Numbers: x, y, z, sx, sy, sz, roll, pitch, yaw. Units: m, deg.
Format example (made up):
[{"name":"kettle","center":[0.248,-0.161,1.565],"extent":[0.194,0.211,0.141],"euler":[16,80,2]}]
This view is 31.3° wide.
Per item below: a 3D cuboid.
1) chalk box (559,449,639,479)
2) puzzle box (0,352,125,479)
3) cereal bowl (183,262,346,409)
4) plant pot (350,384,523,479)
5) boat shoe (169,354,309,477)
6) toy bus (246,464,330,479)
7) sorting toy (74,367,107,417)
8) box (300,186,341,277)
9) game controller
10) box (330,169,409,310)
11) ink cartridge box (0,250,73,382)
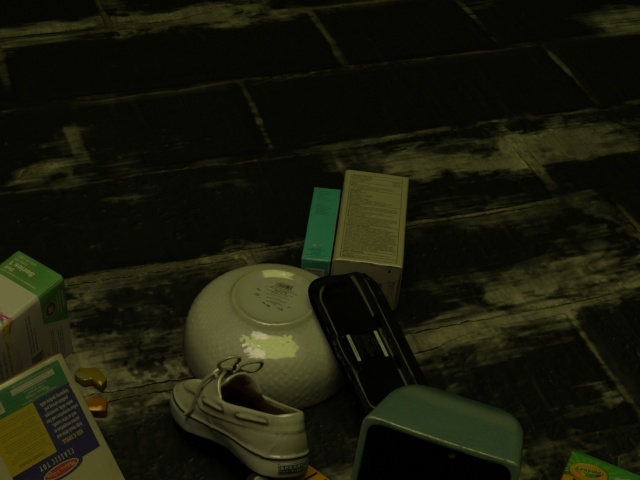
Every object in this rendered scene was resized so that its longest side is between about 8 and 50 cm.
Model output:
[{"name":"chalk box","center":[0.442,0.470,1.801],"extent":[0.179,0.180,0.289],"euler":[21,43,18]},{"name":"puzzle box","center":[-0.516,0.385,1.757],"extent":[0.409,0.272,0.052],"euler":[-29,6,-36]},{"name":"cereal bowl","center":[-0.092,0.156,2.156],"extent":[0.339,0.141,0.339],"euler":[3,40,-2]},{"name":"plant pot","center":[0.197,0.370,1.859],"extent":[0.247,0.247,0.252],"euler":[16,22,13]},{"name":"boat shoe","center":[-0.142,0.263,1.919],"extent":[0.136,0.156,0.367],"euler":[-3,13,-32]},{"name":"toy bus","center":[-0.114,0.458,1.749],"extent":[0.130,0.108,0.333],"euler":[32,31,28]},{"name":"sorting toy","center":[-0.537,0.249,2.066],"extent":[0.307,0.041,0.229],"euler":[1,39,-5]},{"name":"box","center":[0.000,0.000,2.387],"extent":[0.060,0.100,0.244],"euler":[6,39,2]},{"name":"game controller","center":[0.092,0.198,2.092],"extent":[0.166,0.067,0.319],"euler":[-9,62,-34]},{"name":"box","center":[0.104,-0.007,2.391],"extent":[0.148,0.121,0.311],"euler":[8,39,3]},{"name":"ink cartridge box","center":[-0.569,0.185,1.959],"extent":[0.117,0.201,0.278],"euler":[28,48,22]}]
